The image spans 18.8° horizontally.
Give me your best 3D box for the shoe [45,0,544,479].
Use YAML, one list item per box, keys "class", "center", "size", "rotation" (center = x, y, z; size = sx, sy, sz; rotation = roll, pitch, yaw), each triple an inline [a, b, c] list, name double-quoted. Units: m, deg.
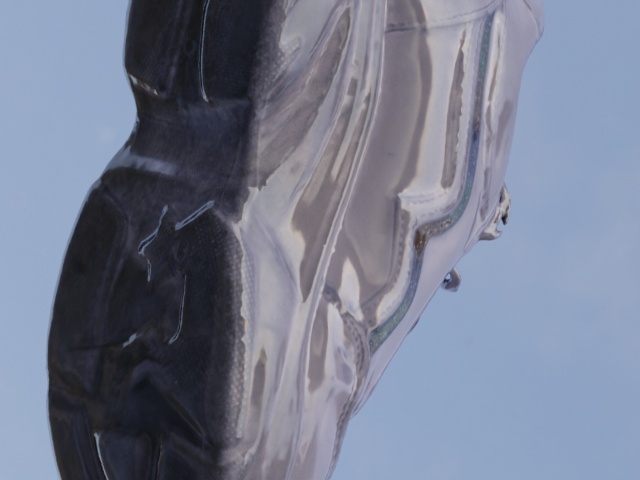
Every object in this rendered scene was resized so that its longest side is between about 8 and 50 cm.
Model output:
- class: "shoe"
  center: [0.000, 0.000, 0.615]
  size: [0.095, 0.137, 0.245]
  rotation: [10, -91, 52]
